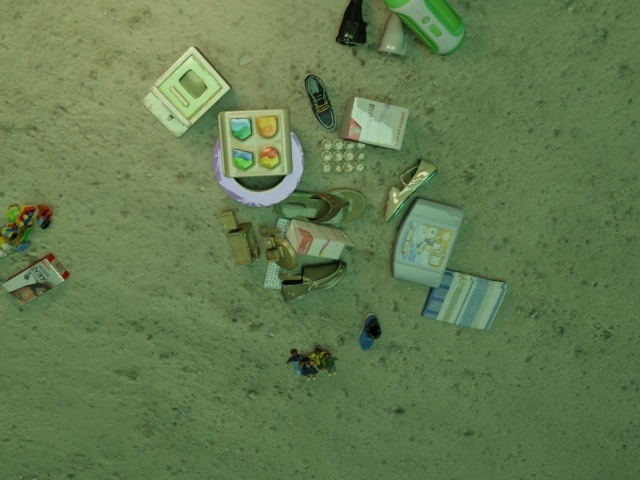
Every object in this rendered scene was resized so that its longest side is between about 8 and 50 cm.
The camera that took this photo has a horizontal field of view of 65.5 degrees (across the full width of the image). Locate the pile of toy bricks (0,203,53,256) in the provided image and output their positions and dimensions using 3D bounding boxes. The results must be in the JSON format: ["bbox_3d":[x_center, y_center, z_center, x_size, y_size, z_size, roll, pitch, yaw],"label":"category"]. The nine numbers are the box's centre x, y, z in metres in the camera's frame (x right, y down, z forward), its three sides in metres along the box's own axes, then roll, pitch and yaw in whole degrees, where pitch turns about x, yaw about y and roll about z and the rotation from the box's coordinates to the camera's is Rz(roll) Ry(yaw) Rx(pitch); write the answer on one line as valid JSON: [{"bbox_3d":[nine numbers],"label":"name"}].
[{"bbox_3d":[-0.919,-0.057,1.511,0.212,0.118,0.105,-43,82,24],"label":"pile of toy bricks"}]

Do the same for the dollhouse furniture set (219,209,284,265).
[{"bbox_3d":[-0.208,-0.027,1.595,0.160,0.101,0.182,-6,112,18],"label":"dollhouse furniture set"}]

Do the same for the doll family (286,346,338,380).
[{"bbox_3d":[-0.032,0.445,1.823,0.192,0.076,0.111,-16,115,1],"label":"doll family"}]

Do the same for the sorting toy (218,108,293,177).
[{"bbox_3d":[-0.188,-0.284,1.456,0.208,0.038,0.193,-4,102,-5],"label":"sorting toy"}]

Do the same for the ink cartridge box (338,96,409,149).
[{"bbox_3d":[0.163,-0.358,1.533,0.176,0.127,0.128,11,100,-11],"label":"ink cartridge box"}]

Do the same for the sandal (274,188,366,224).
[{"bbox_3d":[0.002,-0.104,1.624,0.302,0.086,0.120,-2,105,-5],"label":"sandal"}]

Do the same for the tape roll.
[{"bbox_3d":[-0.189,-0.244,1.530,0.274,0.090,0.275,-1,101,-5],"label":"tape roll"}]

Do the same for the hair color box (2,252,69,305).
[{"bbox_3d":[-0.909,0.125,1.591,0.167,0.053,0.093,-30,112,4],"label":"hair color box"}]

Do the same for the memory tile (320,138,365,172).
[{"bbox_3d":[0.073,-0.275,1.616,0.147,0.012,0.113,-3,110,-8],"label":"memory tile"}]

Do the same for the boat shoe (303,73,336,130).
[{"bbox_3d":[-0.001,-0.416,1.517,0.065,0.083,0.183,-26,111,1],"label":"boat shoe"}]

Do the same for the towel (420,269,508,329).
[{"bbox_3d":[0.536,0.221,1.849,0.284,0.034,0.209,13,109,-10],"label":"towel"}]

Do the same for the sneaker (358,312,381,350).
[{"bbox_3d":[0.180,0.349,1.813,0.058,0.084,0.152,10,108,-12],"label":"sneaker"}]

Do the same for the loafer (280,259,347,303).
[{"bbox_3d":[-0.027,0.130,1.700,0.251,0.094,0.087,-29,115,2],"label":"loafer"}]

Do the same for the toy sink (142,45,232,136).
[{"bbox_3d":[-0.392,-0.420,1.433,0.234,0.131,0.153,-40,109,7],"label":"toy sink"}]

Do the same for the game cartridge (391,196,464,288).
[{"bbox_3d":[0.359,0.009,1.726,0.198,0.062,0.297,12,105,-10],"label":"game cartridge"}]

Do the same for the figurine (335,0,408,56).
[{"bbox_3d":[0.170,-0.668,1.458,0.214,0.092,0.210,9,104,-12],"label":"figurine"}]

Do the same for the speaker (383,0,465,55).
[{"bbox_3d":[0.294,-0.640,1.396,0.296,0.131,0.131,18,109,-47],"label":"speaker"}]

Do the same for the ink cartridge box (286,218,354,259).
[{"bbox_3d":[0.000,0.000,1.630,0.198,0.115,0.067,10,118,-29],"label":"ink cartridge box"}]

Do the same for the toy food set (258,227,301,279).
[{"bbox_3d":[-0.122,0.039,1.633,0.038,0.132,0.192,-36,113,-39],"label":"toy food set"}]

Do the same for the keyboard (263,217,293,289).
[{"bbox_3d":[-0.135,0.048,1.699,0.072,0.014,0.256,10,108,-12],"label":"keyboard"}]

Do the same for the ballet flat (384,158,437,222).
[{"bbox_3d":[0.281,-0.170,1.658,0.086,0.086,0.248,41,98,-19],"label":"ballet flat"}]
